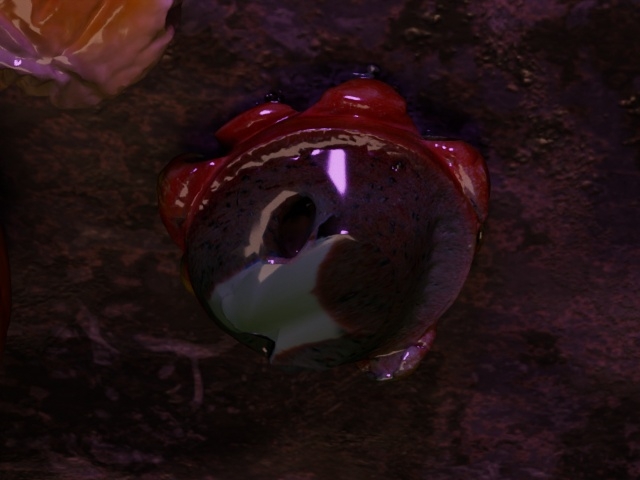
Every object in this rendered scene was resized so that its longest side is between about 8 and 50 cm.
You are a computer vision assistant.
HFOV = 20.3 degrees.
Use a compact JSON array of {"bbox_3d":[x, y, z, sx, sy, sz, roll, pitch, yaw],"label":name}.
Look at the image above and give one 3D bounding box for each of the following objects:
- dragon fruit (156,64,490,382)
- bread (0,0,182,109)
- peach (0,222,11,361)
[{"bbox_3d":[0.000,0.000,1.461,0.295,0.130,0.268,-32,128,32],"label":"dragon fruit"},{"bbox_3d":[-0.262,-0.249,1.215,0.236,0.183,0.388,-39,117,7],"label":"bread"},{"bbox_3d":[-0.414,0.033,1.395,0.343,0.343,0.301,1,137,7],"label":"peach"}]
